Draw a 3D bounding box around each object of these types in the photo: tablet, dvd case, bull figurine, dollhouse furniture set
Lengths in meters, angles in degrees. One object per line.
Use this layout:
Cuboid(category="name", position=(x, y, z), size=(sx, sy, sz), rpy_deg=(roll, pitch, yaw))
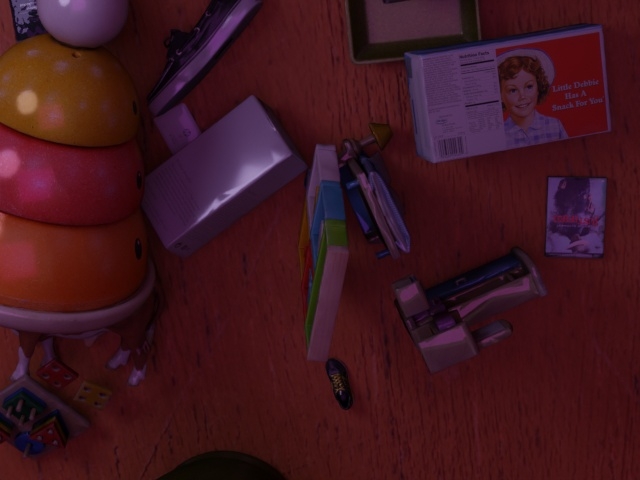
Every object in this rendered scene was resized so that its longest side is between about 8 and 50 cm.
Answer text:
Cuboid(category="tablet", position=(-0.204, -0.155, 1.966), size=(0.054, 0.006, 0.083), rpy_deg=(-27, 98, 9))
Cuboid(category="dvd case", position=(0.372, -0.034, 1.942), size=(0.087, 0.013, 0.119), rpy_deg=(2, 102, 4))
Cuboid(category="bull figurine", position=(-0.385, 0.112, 1.985), size=(0.310, 0.101, 0.188), rpy_deg=(3, 108, 10))
Cuboid(category="dollhouse furniture set", position=(0.163, -0.024, 1.829), size=(0.198, 0.286, 0.303), rpy_deg=(-24, 101, 0))

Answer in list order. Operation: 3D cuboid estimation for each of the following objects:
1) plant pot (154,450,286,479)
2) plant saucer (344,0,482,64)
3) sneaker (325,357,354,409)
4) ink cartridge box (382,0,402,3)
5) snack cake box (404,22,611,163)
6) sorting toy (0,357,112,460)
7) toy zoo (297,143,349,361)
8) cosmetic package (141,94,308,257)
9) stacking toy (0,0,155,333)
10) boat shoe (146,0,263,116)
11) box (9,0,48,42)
Cuboid(category="plant pot", position=(-0.159, 0.467, 1.905), size=(0.367, 0.353, 0.366), rpy_deg=(1, 102, 4))
Cuboid(category="plant saucer", position=(0.128, -0.351, 1.884), size=(0.188, 0.045, 0.188), rpy_deg=(-5, 100, 5))
Cuboid(category="sneaker", position=(0.031, 0.217, 2.004), size=(0.031, 0.035, 0.083), rpy_deg=(-22, 98, 7))
Cuboid(category="ink cartridge box", position=(0.166, -0.491, 1.778), size=(0.223, 0.129, 0.307), rpy_deg=(-9, 85, 5))
Cuboid(category="snack cake box", position=(0.260, -0.206, 1.843), size=(0.264, 0.089, 0.152), rpy_deg=(-10, 102, -9))
Cuboid(category="sorting toy", position=(-0.434, 0.276, 2.001), size=(0.274, 0.046, 0.132), rpy_deg=(-32, 120, 28))
Cuboid(category="toy zoo", position=(0.000, 0.000, 1.850), size=(0.030, 0.293, 0.192), rpy_deg=(5, 127, -8))
Cuboid(category="cosmetic package", position=(-0.145, -0.090, 1.917), size=(0.231, 0.085, 0.117), rpy_deg=(-35, 70, 9))
Cuboid(category="stacking toy", position=(-0.348, -0.148, 1.759), size=(0.351, 0.350, 0.479), rpy_deg=(18, 116, 1))
Cuboid(category="boat shoe", position=(-0.182, -0.282, 1.906), size=(0.076, 0.080, 0.228), rpy_deg=(42, 100, 2))
Cuboid(category="box", position=(-0.373, -0.385, 1.862), size=(0.108, 0.153, 0.207), rpy_deg=(-9, 101, 5))
